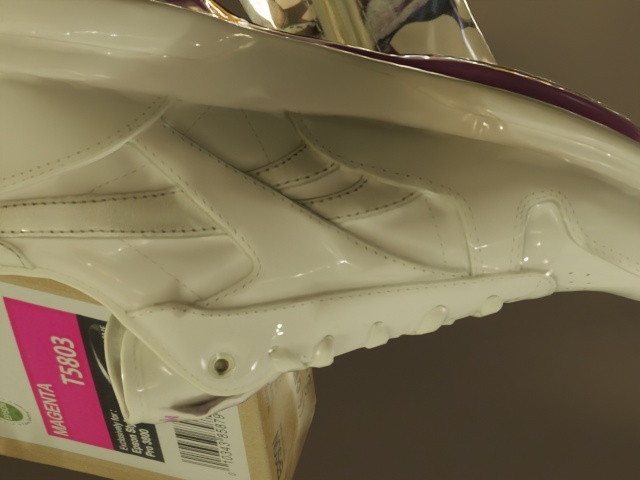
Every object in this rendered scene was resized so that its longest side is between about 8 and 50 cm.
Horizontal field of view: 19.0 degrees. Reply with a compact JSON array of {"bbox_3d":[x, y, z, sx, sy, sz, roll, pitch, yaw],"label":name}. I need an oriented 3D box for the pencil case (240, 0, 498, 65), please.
[{"bbox_3d":[0.022,-0.149,1.255,0.160,0.410,0.183,-23,-173,1],"label":"pencil case"}]

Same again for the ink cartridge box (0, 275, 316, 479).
[{"bbox_3d":[-0.109,0.047,1.049,0.193,0.234,0.088,11,-123,12],"label":"ink cartridge box"}]

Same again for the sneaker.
[{"bbox_3d":[0.000,0.000,0.680,0.305,0.152,0.114,12,179,-9],"label":"sneaker"}]
